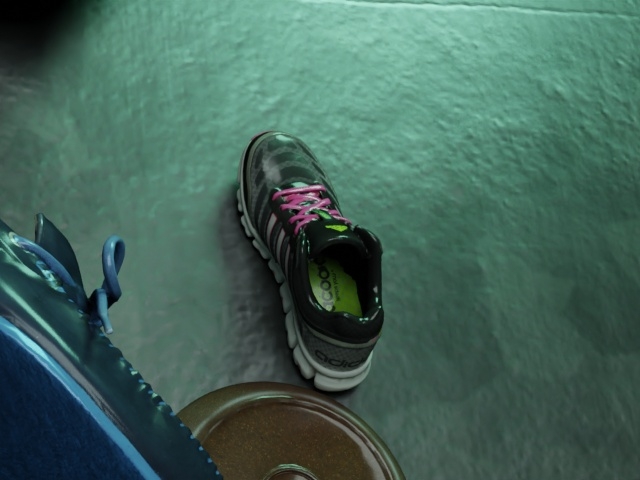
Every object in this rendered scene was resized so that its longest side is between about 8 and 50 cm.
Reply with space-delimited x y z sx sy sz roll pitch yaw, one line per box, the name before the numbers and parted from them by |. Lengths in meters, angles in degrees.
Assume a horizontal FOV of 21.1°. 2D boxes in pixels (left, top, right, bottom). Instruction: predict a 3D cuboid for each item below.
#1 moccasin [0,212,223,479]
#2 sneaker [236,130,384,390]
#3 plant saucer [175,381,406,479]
moccasin | -0.169 0.025 0.905 0.342 0.138 0.117 44 45 5
sneaker | 0.000 0.000 1.022 0.063 0.075 0.170 -6 65 -24
plant saucer | -0.018 0.152 0.959 0.168 0.029 0.168 10 59 -17
